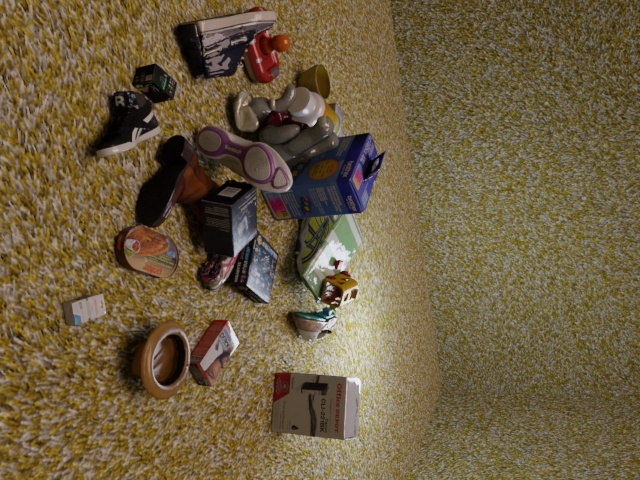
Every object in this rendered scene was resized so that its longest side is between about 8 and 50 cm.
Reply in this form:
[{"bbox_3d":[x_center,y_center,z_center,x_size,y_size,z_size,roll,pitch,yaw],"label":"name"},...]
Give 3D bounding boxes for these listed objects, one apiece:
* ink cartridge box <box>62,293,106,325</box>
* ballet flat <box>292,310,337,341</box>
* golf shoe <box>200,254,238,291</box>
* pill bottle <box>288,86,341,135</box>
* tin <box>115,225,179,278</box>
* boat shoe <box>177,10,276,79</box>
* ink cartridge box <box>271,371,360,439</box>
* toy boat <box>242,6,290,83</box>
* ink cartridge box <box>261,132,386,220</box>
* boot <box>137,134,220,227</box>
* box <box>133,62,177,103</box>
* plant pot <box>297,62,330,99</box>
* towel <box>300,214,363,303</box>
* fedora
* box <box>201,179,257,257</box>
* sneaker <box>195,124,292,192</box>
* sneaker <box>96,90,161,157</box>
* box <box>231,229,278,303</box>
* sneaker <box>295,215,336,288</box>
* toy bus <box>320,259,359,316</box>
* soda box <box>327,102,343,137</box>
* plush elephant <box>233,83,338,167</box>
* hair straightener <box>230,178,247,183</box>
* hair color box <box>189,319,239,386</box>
[{"bbox_3d":[-0.493,0.143,1.172,0.083,0.028,0.048,-21,107,-63],"label":"ink cartridge box"},{"bbox_3d":[-0.019,0.323,2.086,0.316,0.108,0.106,14,90,-63],"label":"ballet flat"},{"bbox_3d":[-0.280,0.061,1.597,0.086,0.068,0.186,86,28,-53],"label":"golf shoe"},{"bbox_3d":[-0.029,-0.468,2.080,0.246,0.136,0.136,31,61,-61],"label":"pill bottle"},{"bbox_3d":[-0.414,0.031,1.343,0.190,0.040,0.106,34,53,-59],"label":"tin"},{"bbox_3d":[-0.251,-0.563,1.607,0.341,0.127,0.158,-30,123,-40],"label":"boat shoe"},{"bbox_3d":[-0.015,0.548,1.867,0.114,0.273,0.196,28,62,-62],"label":"ink cartridge box"},{"bbox_3d":[-0.167,-0.627,1.785,0.151,0.151,0.231,-59,139,-50],"label":"toy boat"},{"bbox_3d":[0.035,-0.219,1.893,0.270,0.396,0.151,-68,146,-41],"label":"ink cartridge box"},{"bbox_3d":[-0.351,-0.091,1.469,0.280,0.096,0.264,63,27,-56],"label":"boot"},{"bbox_3d":[-0.403,-0.383,1.367,0.083,0.062,0.052,39,52,-58],"label":"box"},{"bbox_3d":[-0.031,-0.600,2.136,0.134,0.095,0.134,-3,90,-65],"label":"plant pot"},{"bbox_3d":[0.046,0.052,2.043,0.324,0.038,0.248,-57,151,-20],"label":"towel"},{"bbox_3d":[-0.386,0.282,1.329,0.194,0.079,0.194,-4,90,-71],"label":"fedora"},{"bbox_3d":[-0.245,-0.062,1.528,0.156,0.093,0.158,-53,151,-57],"label":"box"},{"bbox_3d":[-0.193,-0.228,1.555,0.114,0.305,0.152,-60,163,7],"label":"sneaker"},{"bbox_3d":[-0.450,-0.269,1.255,0.217,0.079,0.121,-61,138,-61],"label":"sneaker"},{"bbox_3d":[-0.197,0.085,1.727,0.220,0.051,0.175,57,39,-66],"label":"box"},{"bbox_3d":[0.000,0.000,2.092,0.145,0.147,0.384,6,85,-66],"label":"sneaker"},{"bbox_3d":[0.089,0.182,2.057,0.202,0.104,0.191,-55,150,-22],"label":"toy bus"},{"bbox_3d":[0.025,-0.399,2.236,0.091,0.098,0.286,33,59,-62],"label":"soda box"},{"bbox_3d":[-0.129,-0.363,1.758,0.255,0.330,0.272,65,12,4],"label":"plush elephant"},{"bbox_3d":[-0.271,-0.070,1.666,0.089,0.047,0.230,10,84,-43],"label":"hair straightener"},{"bbox_3d":[-0.296,0.309,1.549,0.167,0.053,0.093,-60,141,-47],"label":"hair color box"}]
